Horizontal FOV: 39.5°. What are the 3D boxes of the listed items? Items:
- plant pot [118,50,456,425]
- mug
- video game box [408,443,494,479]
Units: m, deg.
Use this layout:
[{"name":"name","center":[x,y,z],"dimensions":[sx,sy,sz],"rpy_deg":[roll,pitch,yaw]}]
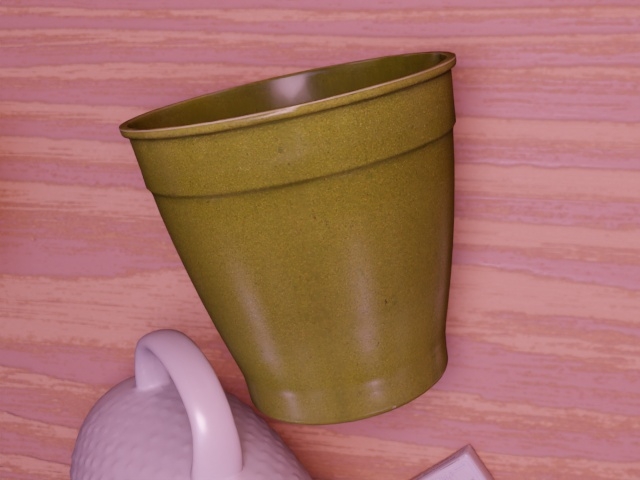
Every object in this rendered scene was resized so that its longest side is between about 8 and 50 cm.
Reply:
[{"name":"plant pot","center":[0.000,0.000,1.006],"dimensions":[0.366,0.366,0.353],"rpy_deg":[-8,106,15]},{"name":"mug","center":[-0.154,0.275,1.033],"dimensions":[0.276,0.328,0.374],"rpy_deg":[-14,125,-25]},{"name":"video game box","center":[0.169,0.394,1.133],"dimensions":[0.187,0.048,0.205],"rpy_deg":[-34,87,13]}]
